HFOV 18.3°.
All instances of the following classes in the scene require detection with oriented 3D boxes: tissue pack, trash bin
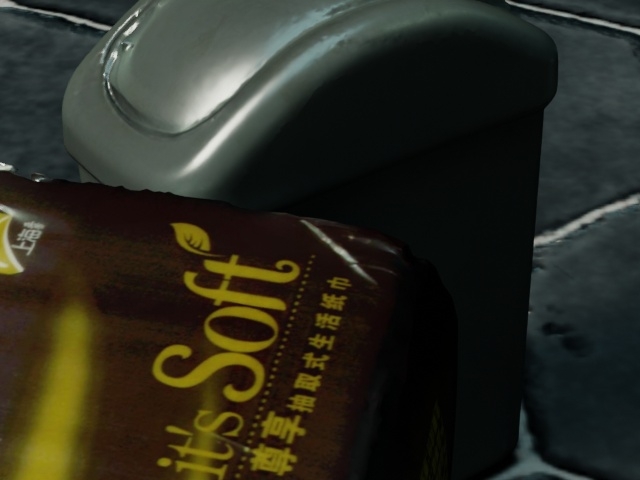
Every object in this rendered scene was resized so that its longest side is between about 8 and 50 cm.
[{"bbox_3d":[-0.081,0.164,0.561,0.198,0.210,0.370,12,35,5],"label":"tissue pack"},{"bbox_3d":[0.000,0.000,0.763,0.176,0.236,0.101,-24,39,-29],"label":"trash bin"}]
